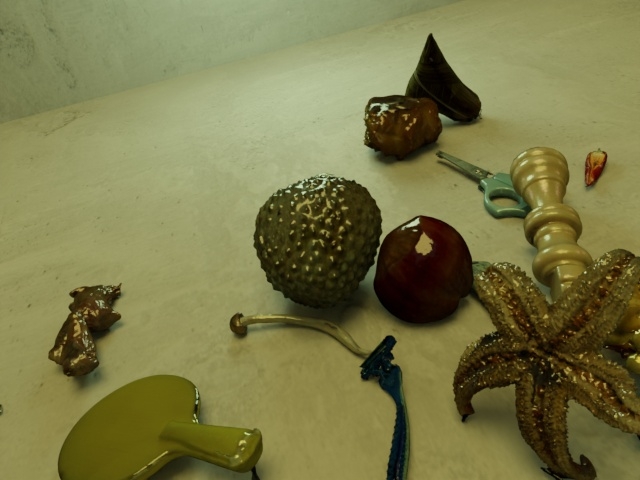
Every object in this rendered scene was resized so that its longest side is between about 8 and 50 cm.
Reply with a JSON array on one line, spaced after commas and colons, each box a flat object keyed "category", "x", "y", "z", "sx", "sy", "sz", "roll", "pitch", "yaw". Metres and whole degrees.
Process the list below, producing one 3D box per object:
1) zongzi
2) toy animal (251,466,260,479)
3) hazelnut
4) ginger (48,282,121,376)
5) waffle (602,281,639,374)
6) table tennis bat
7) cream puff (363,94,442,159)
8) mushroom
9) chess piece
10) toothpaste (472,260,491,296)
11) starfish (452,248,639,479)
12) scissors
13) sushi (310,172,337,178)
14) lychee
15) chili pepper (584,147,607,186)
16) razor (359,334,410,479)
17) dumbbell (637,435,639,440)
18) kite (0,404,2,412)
[{"category": "zongzi", "x": 0.384, "y": -0.457, "z": 1.502, "sx": 0.247, "sy": 0.241, "sz": 0.111, "roll": 26, "pitch": 69, "yaw": 4}, {"category": "toy animal", "x": -0.060, "y": 0.364, "z": 0.649, "sx": 0.105, "sy": 0.070, "sz": 0.202, "roll": -16, "pitch": 25, "yaw": -40}, {"category": "hazelnut", "x": 0.185, "y": 0.052, "z": 0.960, "sx": 0.170, "sy": 0.160, "sz": 0.202, "roll": 14, "pitch": 79, "yaw": 51}, {"category": "ginger", "x": -0.469, "y": 0.178, "z": 1.047, "sx": 0.122, "sy": 0.084, "sz": 0.290, "roll": 4, "pitch": 28, "yaw": -14}, {"category": "waffle", "x": 0.558, "y": 0.124, "z": 0.688, "sx": 0.379, "sy": 0.095, "sz": 0.382, "roll": 13, "pitch": 21, "yaw": 24}, {"category": "table tennis bat", "x": -0.242, "y": 0.295, "z": 0.794, "sx": 0.368, "sy": 0.054, "sz": 0.224, "roll": -4, "pitch": 31, "yaw": 29}, {"category": "cream puff", "x": 0.220, "y": -0.336, "z": 1.483, "sx": 0.241, "sy": 0.155, "sz": 0.269, "roll": 15, "pitch": 41, "yaw": 33}, {"category": "mushroom", "x": -0.028, "y": 0.165, "z": 0.952, "sx": 0.306, "sy": 0.043, "sz": 0.068, "roll": 5, "pitch": 55, "yaw": 21}, {"category": "chess piece", "x": 0.441, "y": -0.024, "z": 0.993, "sx": 0.117, "sy": 0.117, "sz": 0.397, "roll": -2, "pitch": 43, "yaw": 15}, {"category": "toothpaste", "x": 0.319, "y": 0.107, "z": 0.913, "sx": 0.069, "sy": 0.047, "sz": 0.268, "roll": -32, "pitch": 32, "yaw": 5}, {"category": "starfish", "x": 0.293, "y": 0.161, "z": 0.642, "sx": 0.113, "sy": 0.304, "sz": 0.312, "roll": -3, "pitch": 2, "yaw": -33}, {"category": "scissors", "x": 0.402, "y": -0.155, "z": 1.274, "sx": 0.191, "sy": 0.030, "sz": 0.360, "roll": -27, "pitch": 37, "yaw": -18}, {"category": "sushi", "x": 0.008, "y": -0.101, "z": 1.280, "sx": 0.090, "sy": 0.078, "sz": 0.150, "roll": 2, "pitch": 35, "yaw": 9}, {"category": "lychee", "x": 0.000, "y": 0.000, "z": 0.999, "sx": 0.255, "sy": 0.255, "sz": 0.275, "roll": -14, "pitch": 56, "yaw": -2}, {"category": "chili pepper", "x": 0.642, "y": -0.166, "z": 1.218, "sx": 0.045, "sy": 0.027, "sz": 0.178, "roll": 6, "pitch": 38, "yaw": 31}, {"category": "razor", "x": 0.103, "y": 0.286, "z": 0.725, "sx": 0.056, "sy": 0.093, "sz": 0.324, "roll": 21, "pitch": 36, "yaw": -15}, {"category": "dumbbell", "x": 0.404, "y": 0.278, "z": 0.594, "sx": 0.100, "sy": 0.100, "sz": 0.191, "roll": 14, "pitch": 42, "yaw": 33}, {"category": "kite", "x": -0.694, "y": 0.304, "z": 0.979, "sx": 0.141, "sy": 0.015, "sz": 0.245, "roll": -31, "pitch": 39, "yaw": -29}]
